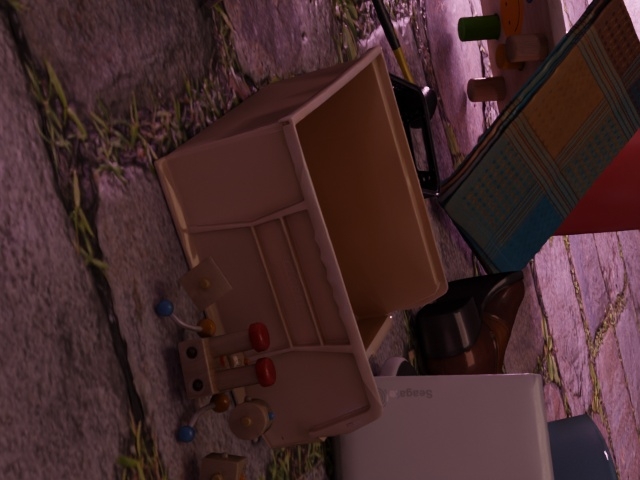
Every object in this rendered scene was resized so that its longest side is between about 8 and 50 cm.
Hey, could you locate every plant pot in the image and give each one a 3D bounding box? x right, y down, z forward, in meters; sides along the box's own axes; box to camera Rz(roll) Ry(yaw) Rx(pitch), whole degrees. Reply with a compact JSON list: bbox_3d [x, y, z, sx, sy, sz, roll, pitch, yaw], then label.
[{"bbox_3d":[0.322,0.346,1.708,0.234,0.165,0.166,-80,151,-57],"label":"plant pot"},{"bbox_3d":[0.457,-0.127,2.066,0.275,0.243,0.275,5,90,-88],"label":"plant pot"}]

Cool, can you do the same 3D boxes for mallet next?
[{"bbox_3d":[0.098,-0.232,1.613,0.190,0.039,0.062,69,22,-13],"label":"mallet"}]

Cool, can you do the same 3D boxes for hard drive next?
[{"bbox_3d":[0.119,0.276,1.185,0.040,0.203,0.308,123,-35,-68],"label":"hard drive"}]

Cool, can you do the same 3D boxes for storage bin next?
[{"bbox_3d":[0.000,0.000,1.109,0.262,0.123,0.260,-51,126,-64],"label":"storage bin"},{"bbox_3d":[0.053,-0.101,1.353,0.180,0.084,0.122,6,74,-69],"label":"storage bin"}]

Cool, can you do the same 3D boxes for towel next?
[{"bbox_3d":[0.314,-0.131,1.781,0.370,0.040,0.271,-50,142,-7],"label":"towel"}]

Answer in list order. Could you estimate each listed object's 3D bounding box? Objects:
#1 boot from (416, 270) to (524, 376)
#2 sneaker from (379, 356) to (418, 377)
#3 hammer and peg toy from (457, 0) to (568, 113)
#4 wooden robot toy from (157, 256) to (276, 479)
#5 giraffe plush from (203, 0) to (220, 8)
[{"bbox_3d":[0.213,0.189,1.597,0.264,0.096,0.281,-36,114,-68],"label":"boot"},{"bbox_3d":[0.138,0.252,1.297,0.104,0.146,0.296,29,52,-61],"label":"sneaker"},{"bbox_3d":[0.276,-0.387,1.885,0.266,0.127,0.362,134,-50,-75],"label":"hammer and peg toy"},{"bbox_3d":[-0.065,0.099,0.971,0.079,0.076,0.173,10,70,-79],"label":"wooden robot toy"},{"bbox_3d":[-0.073,-0.327,1.094,0.210,0.181,0.170,-53,126,-18],"label":"giraffe plush"}]
